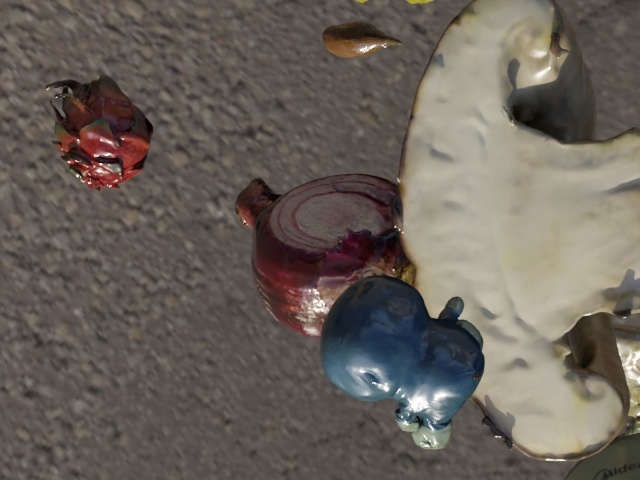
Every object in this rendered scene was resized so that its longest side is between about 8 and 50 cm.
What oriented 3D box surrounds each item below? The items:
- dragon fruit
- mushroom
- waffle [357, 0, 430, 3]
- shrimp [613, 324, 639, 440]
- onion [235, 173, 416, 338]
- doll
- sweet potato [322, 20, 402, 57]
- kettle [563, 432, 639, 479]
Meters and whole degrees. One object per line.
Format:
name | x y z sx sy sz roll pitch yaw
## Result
dragon fruit | -0.266 -0.130 1.708 0.121 0.130 0.142 -18 95 -34
mushroom | 0.138 -0.013 0.893 0.156 0.151 0.286 -6 94 17
waffle | 0.080 -0.408 1.591 0.302 0.068 0.325 -4 127 17
shrimp | 0.335 0.222 1.695 0.247 0.085 0.360 11 136 9
onion | 0.002 0.014 1.266 0.173 0.198 0.135 -26 122 -36
doll | 0.042 0.051 0.697 0.083 0.050 0.076 27 66 -4
sweet potato | 0.057 -0.255 1.817 0.049 0.117 0.049 -13 107 -49
kettle | 0.368 0.345 1.250 0.361 0.377 0.250 -26 115 21
